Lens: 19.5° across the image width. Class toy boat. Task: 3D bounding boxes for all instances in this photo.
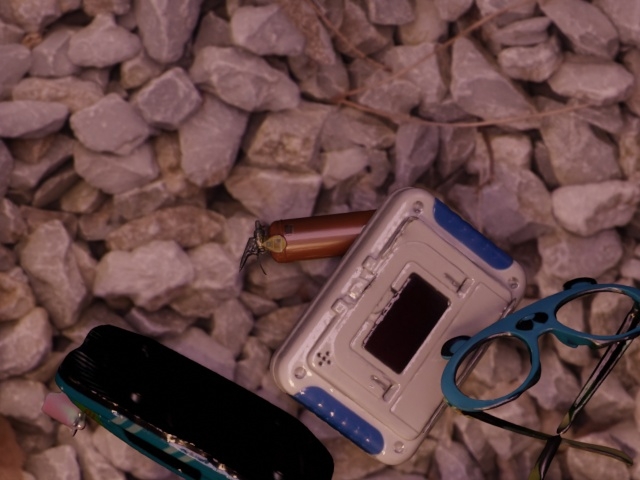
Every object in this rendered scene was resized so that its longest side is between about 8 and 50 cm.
[{"bbox_3d":[-0.133,0.205,1.913,0.299,0.134,0.092,29,117,6],"label":"toy boat"}]

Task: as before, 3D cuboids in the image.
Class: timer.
[{"bbox_3d":[0.084,0.087,1.908,0.178,0.078,0.253,37,82,-14],"label":"timer"}]

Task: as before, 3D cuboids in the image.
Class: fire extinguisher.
[{"bbox_3d":[0.000,0.000,1.971,0.177,0.050,0.062,-7,71,2],"label":"fire extinguisher"}]

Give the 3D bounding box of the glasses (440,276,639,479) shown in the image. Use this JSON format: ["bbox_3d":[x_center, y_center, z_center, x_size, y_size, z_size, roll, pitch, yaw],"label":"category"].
[{"bbox_3d":[0.250,0.158,1.863,0.239,0.102,0.207,-28,97,-16],"label":"glasses"}]
